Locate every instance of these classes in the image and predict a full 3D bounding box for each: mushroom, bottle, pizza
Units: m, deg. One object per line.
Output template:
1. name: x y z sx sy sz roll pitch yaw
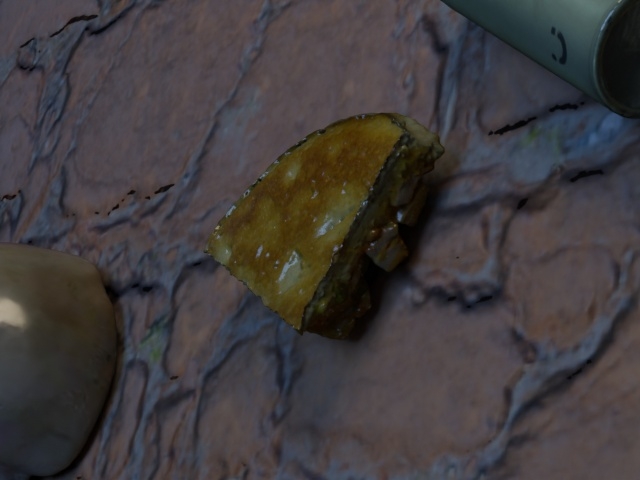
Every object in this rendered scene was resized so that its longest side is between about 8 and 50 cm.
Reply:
1. mushroom: -0.249 0.083 1.201 0.173 0.162 0.236 -27 51 43
2. bottle: 0.118 -0.132 0.946 0.072 0.072 0.201 -58 36 8
3. pizza: 0.000 0.000 1.036 0.175 0.046 0.134 -19 54 45
